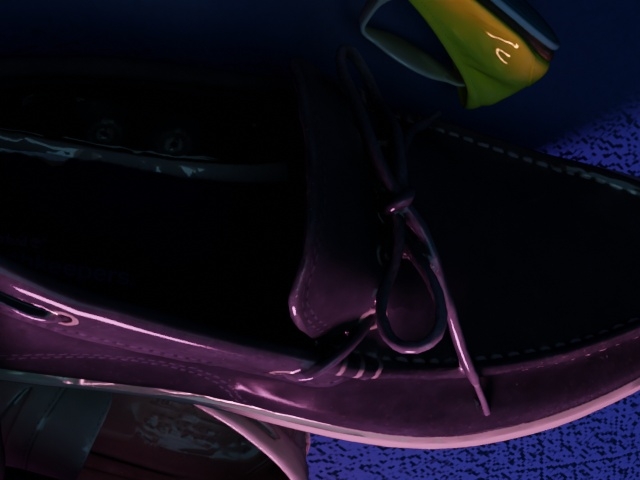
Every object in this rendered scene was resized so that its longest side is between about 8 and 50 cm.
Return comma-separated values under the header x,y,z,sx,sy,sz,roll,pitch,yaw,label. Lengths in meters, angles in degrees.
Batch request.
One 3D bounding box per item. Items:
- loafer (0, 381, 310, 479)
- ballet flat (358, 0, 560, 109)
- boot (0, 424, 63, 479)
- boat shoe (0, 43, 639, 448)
x,y,z,sx,sy,sz,roll,pitch,yaw,label
-0.149,0.088,0.740,0.319,0.111,0.112,14,110,-23,loafer
0.038,-0.150,0.710,0.077,0.077,0.231,-36,124,21,ballet flat
-0.155,0.116,0.621,0.246,0.094,0.207,3,134,-5,boot
0.000,0.000,0.691,0.500,0.186,0.156,6,153,-17,boat shoe
